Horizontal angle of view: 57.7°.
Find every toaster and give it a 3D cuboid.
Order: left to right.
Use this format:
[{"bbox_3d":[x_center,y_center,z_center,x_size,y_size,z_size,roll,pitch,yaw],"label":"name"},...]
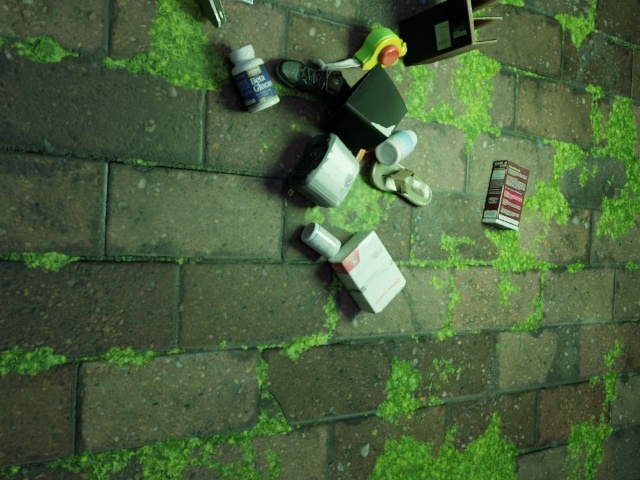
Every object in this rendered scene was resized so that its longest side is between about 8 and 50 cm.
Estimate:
[{"bbox_3d":[0.012,-0.195,1.718,0.146,0.129,0.226,38,72,-29],"label":"toaster"}]

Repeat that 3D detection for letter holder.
[{"bbox_3d":[0.438,-0.671,1.857,0.215,0.302,0.151,-15,100,-31],"label":"letter holder"}]

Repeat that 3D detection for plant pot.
[{"bbox_3d":[0.143,-0.377,1.729,0.167,0.187,0.188,41,68,-10],"label":"plant pot"}]

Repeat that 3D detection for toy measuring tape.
[{"bbox_3d":[0.140,-0.589,1.784,0.330,0.121,0.121,-16,100,-30],"label":"toy measuring tape"}]

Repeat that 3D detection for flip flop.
[{"bbox_3d":[0.275,-0.190,1.905,0.277,0.080,0.112,27,78,-30],"label":"flip flop"}]

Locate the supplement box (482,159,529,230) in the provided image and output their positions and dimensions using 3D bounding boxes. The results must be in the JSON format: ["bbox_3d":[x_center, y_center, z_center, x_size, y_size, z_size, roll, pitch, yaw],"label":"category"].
[{"bbox_3d":[0.692,-0.167,2.166,0.130,0.073,0.239,17,84,-32],"label":"supplement box"}]

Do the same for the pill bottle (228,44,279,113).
[{"bbox_3d":[-0.188,-0.446,1.604,0.094,0.094,0.169,-32,108,-27],"label":"pill bottle"}]

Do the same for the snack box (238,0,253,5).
[{"bbox_3d":[-0.208,-0.755,1.623,0.064,0.022,0.178,11,86,-32],"label":"snack box"}]

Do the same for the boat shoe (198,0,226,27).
[{"bbox_3d":[-0.298,-0.681,1.536,0.069,0.081,0.227,-30,104,-23],"label":"boat shoe"}]

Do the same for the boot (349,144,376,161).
[{"bbox_3d":[0.148,-0.296,1.840,0.085,0.059,0.157,40,71,-31],"label":"boot"}]

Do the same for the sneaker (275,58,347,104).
[{"bbox_3d":[-0.013,-0.474,1.692,0.228,0.130,0.087,22,78,-28],"label":"sneaker"}]

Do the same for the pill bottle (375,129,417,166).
[{"bbox_3d":[0.247,-0.302,1.861,0.160,0.087,0.087,-39,112,-47],"label":"pill bottle"}]

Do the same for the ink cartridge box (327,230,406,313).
[{"bbox_3d":[0.149,0.099,1.833,0.158,0.092,0.217,-43,110,-23],"label":"ink cartridge box"}]

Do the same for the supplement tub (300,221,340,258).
[{"bbox_3d":[0.000,0.000,1.750,0.107,0.071,0.071,38,73,-28],"label":"supplement tub"}]
